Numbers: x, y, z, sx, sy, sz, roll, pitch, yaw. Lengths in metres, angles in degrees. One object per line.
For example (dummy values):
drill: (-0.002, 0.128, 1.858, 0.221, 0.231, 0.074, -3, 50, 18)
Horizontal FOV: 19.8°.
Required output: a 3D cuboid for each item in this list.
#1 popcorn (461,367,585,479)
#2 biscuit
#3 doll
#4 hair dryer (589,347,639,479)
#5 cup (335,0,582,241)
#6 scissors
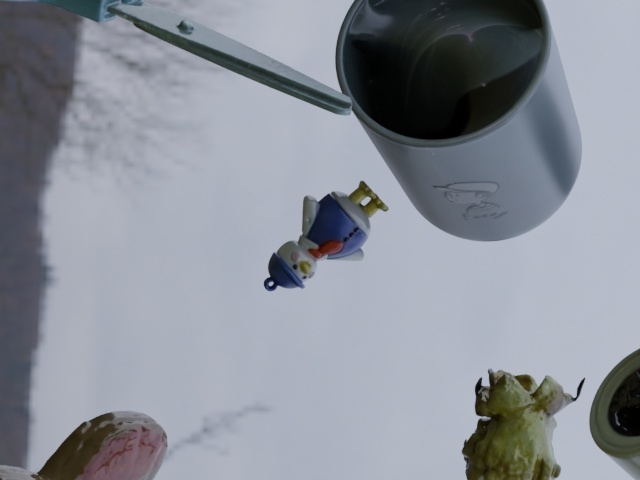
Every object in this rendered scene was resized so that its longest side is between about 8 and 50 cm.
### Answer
popcorn: (0.285, 0.280, 2.645, 0.168, 0.174, 0.195, -1, 98, -70)
biscuit: (-0.298, 0.392, 2.110, 0.076, 0.368, 0.394, 33, -52, 35)
doll: (0.000, 0.000, 1.786, 0.099, 0.143, 0.057, 49, 2, -35)
hair dryer: (0.426, 0.102, 1.745, 0.362, 0.203, 0.128, -55, -151, -9)
cup: (0.152, -0.129, 1.833, 0.312, 0.205, 0.205, 53, 31, -63)
scissors: (-0.156, -0.205, 1.682, 0.192, 0.447, 0.029, -30, 140, -52)
